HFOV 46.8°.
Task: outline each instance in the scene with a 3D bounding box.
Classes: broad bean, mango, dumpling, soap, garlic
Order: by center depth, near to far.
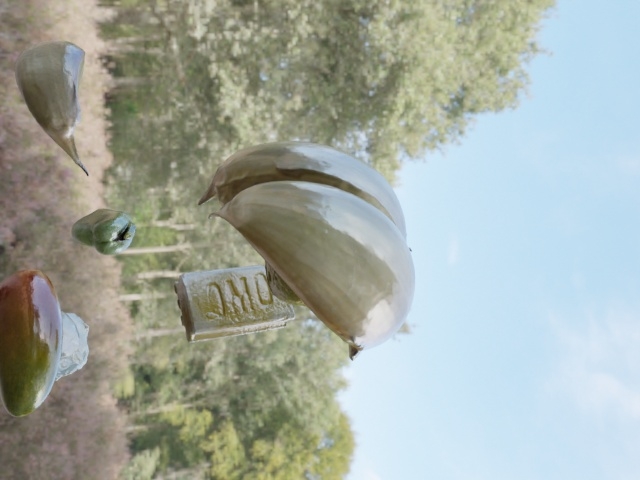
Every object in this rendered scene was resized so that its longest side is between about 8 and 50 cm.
[{"bbox_3d":[0.000,0.000,0.981,0.249,0.313,0.286,-28,-164,40],"label":"garlic"},{"bbox_3d":[-0.548,0.176,1.377,0.289,0.146,0.129,62,-2,34],"label":"mango"},{"bbox_3d":[-0.185,0.131,1.590,0.073,0.232,0.140,-46,-125,54],"label":"soap"},{"bbox_3d":[-0.582,-0.329,1.681,0.196,0.151,0.338,60,6,-54],"label":"garlic"},{"bbox_3d":[-0.689,0.266,1.842,0.147,0.258,0.193,-41,-118,36],"label":"dumpling"},{"bbox_3d":[-0.600,-0.034,2.064,0.228,0.169,0.100,14,-60,34],"label":"broad bean"}]

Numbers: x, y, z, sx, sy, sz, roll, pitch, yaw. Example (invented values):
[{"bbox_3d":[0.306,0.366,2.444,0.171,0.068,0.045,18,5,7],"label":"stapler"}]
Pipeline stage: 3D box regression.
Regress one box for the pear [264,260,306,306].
[{"bbox_3d":[0.008,-0.001,1.210,0.228,0.189,0.211,-5,101,-65],"label":"pear"}]
